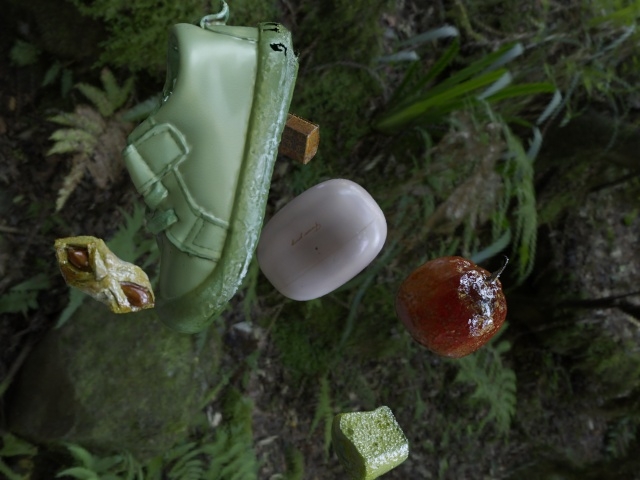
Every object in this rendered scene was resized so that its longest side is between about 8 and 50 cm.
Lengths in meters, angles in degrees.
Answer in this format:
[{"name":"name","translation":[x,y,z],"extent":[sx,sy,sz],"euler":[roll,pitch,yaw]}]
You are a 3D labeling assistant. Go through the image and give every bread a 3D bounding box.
[{"name":"bread","translation":[0.084,0.369,1.406],"extent":[0.114,0.111,0.129],"euler":[-13,54,-22]}]

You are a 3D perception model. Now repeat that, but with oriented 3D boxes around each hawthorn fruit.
[{"name":"hawthorn fruit","translation":[0.216,0.089,1.202],"extent":[0.157,0.194,0.157],"euler":[37,28,-23]}]

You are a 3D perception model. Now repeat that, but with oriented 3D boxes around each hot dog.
[{"name":"hot dog","translation":[-0.304,0.049,1.092],"extent":[0.169,0.078,0.061],"euler":[32,7,-12]}]

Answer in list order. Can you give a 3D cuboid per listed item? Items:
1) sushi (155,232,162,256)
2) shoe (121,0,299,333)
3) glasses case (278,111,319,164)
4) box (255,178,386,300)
[{"name":"sushi","translation":[-0.222,-0.008,1.355],"extent":[0.225,0.127,0.124],"euler":[-144,-140,-66]},{"name":"shoe","translation":[-0.096,-0.059,0.642],"extent":[0.140,0.128,0.262],"euler":[-100,-151,-86]},{"name":"glasses case","translation":[-0.107,-0.228,1.490],"extent":[0.049,0.218,0.075],"euler":[-50,160,-39]},{"name":"box","translation":[0.000,0.000,1.151],"extent":[0.146,0.200,0.088],"euler":[52,17,-6]}]
